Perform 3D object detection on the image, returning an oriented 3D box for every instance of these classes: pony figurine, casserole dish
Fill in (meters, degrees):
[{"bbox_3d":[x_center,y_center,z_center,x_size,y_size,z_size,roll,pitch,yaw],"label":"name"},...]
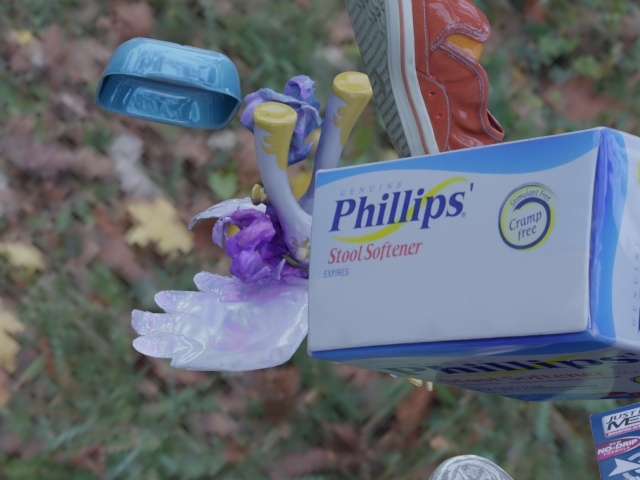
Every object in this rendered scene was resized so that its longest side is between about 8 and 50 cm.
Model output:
[{"bbox_3d":[0.000,0.000,2.061,0.351,0.363,0.303,12,41,9],"label":"pony figurine"},{"bbox_3d":[-0.121,-0.126,1.562,0.114,0.037,0.188,11,-9,-8],"label":"casserole dish"}]

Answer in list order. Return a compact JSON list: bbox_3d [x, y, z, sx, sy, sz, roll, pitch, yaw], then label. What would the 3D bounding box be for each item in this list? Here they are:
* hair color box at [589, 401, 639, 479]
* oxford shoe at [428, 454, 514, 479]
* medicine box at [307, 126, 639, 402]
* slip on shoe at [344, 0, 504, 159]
[{"bbox_3d":[0.370,0.334,2.031,0.347,0.105,0.174,-90,161,-59],"label":"hair color box"},{"bbox_3d":[0.269,0.415,2.090,0.169,0.130,0.449,-18,68,-33],"label":"oxford shoe"},{"bbox_3d":[0.180,0.028,1.442,0.289,0.263,0.149,13,75,-45],"label":"medicine box"},{"bbox_3d":[0.086,-0.183,1.616,0.123,0.101,0.331,-120,-172,-45],"label":"slip on shoe"}]
